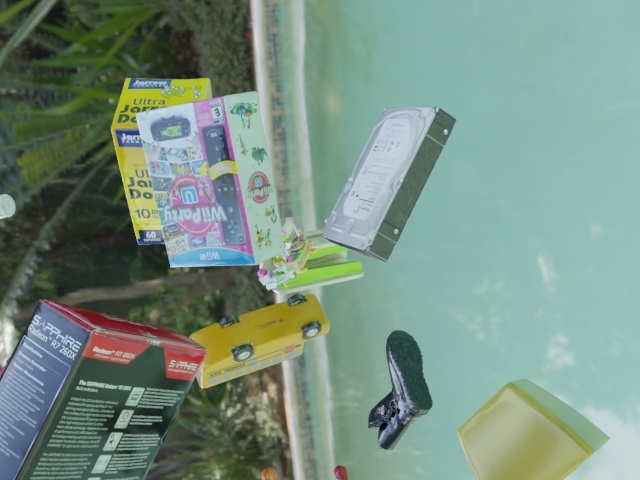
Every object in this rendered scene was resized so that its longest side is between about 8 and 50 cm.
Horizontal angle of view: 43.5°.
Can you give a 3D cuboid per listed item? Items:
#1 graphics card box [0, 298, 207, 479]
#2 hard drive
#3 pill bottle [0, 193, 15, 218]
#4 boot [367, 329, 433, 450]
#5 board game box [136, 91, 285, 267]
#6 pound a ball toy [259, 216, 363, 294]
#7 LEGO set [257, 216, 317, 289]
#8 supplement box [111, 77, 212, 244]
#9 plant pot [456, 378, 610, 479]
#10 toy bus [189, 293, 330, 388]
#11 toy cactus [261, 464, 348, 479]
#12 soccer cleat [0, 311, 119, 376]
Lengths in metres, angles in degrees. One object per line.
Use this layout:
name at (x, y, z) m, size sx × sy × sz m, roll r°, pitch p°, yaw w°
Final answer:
graphics card box at (-0.295, 0.261, 0.909) m, size 0.371 × 0.094 × 0.233 m, roll -65°, pitch -25°, yaw -2°
hard drive at (0.141, -0.132, 1.750) m, size 0.339 × 0.064 × 0.237 m, roll -64°, pitch 26°, yaw -3°
pill bottle at (-0.612, -0.058, 1.489) m, size 0.043 × 0.083 × 0.043 m, roll -10°, pitch -90°, yaw -67°
boot at (0.181, 0.379, 2.023) m, size 0.207 × 0.094 × 0.247 m, roll -56°, pitch 36°, yaw 40°
board game box at (-0.204, -0.108, 1.495) m, size 0.097 × 0.224 × 0.304 m, roll -26°, pitch -71°, yaw -53°
pound a ball toy at (0.000, 0.000, 2.135) m, size 0.135 × 0.319 × 0.208 m, roll 34°, pitch 128°, yaw 50°
LEGO set at (-0.091, -0.004, 1.869) m, size 0.107 × 0.132 × 0.287 m, roll 62°, pitch -173°, yaw -24°
supplement box at (-0.343, -0.177, 1.861) m, size 0.357 × 0.194 × 0.195 m, roll 89°, pitch -179°, yaw -45°
plant pot at (0.381, 0.375, 1.491) m, size 0.187 × 0.212 × 0.212 m, roll 50°, pitch -164°, yaw 23°
toy bus at (-0.148, 0.241, 1.948) m, size 0.108 × 0.332 × 0.130 m, roll 59°, pitch 154°, yaw 34°
toy cactus at (-0.017, 0.389, 1.089) m, size 0.180 × 0.219 × 0.112 m, roll 50°, pitch 126°, yaw 37°
soccer cleat at (-0.597, 0.294, 1.918) m, size 0.143 × 0.331 × 0.116 m, roll 62°, pitch -177°, yaw -49°
